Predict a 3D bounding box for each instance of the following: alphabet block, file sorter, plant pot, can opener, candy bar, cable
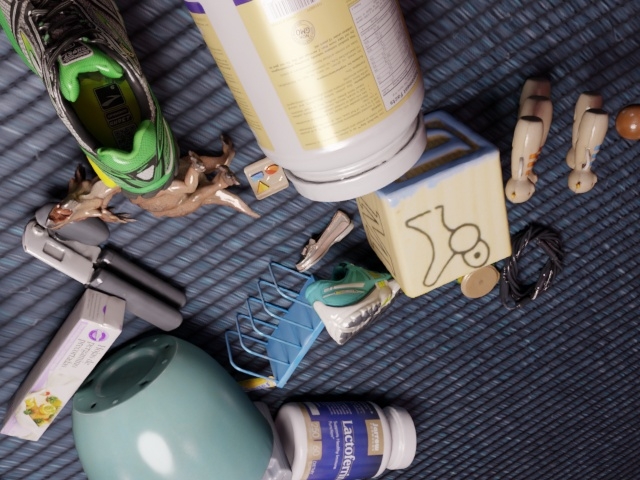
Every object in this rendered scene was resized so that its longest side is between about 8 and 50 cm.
[{"bbox_3d":[0.169,-0.063,0.988,0.192,0.193,0.197,-21,125,-5],"label":"alphabet block"},{"bbox_3d":[-0.078,0.141,1.070,0.104,0.118,0.170,24,109,-26],"label":"file sorter"},{"bbox_3d":[-0.258,0.299,1.008,0.293,0.293,0.235,-27,113,-2],"label":"plant pot"},{"bbox_3d":[-0.308,0.042,0.938,0.095,0.076,0.283,-29,130,31],"label":"can opener"},{"bbox_3d":[-0.135,0.270,1.142,0.161,0.018,0.040,-21,145,30],"label":"candy bar"},{"bbox_3d":[0.425,0.049,1.231,0.150,0.047,0.184,-18,123,-16],"label":"cable"}]

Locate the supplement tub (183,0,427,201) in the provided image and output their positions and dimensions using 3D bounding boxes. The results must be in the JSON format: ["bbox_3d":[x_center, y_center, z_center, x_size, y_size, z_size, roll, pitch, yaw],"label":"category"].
[{"bbox_3d":[-0.007,-0.239,0.789,0.241,0.241,0.331,-28,125,-2],"label":"supplement tub"}]

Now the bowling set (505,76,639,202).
[{"bbox_3d":[0.388,-0.136,0.946,0.200,0.287,0.154,12,122,19],"label":"bowling set"}]

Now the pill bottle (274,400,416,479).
[{"bbox_3d":[0.049,0.402,1.249,0.264,0.153,0.153,5,118,-23],"label":"pill bottle"}]

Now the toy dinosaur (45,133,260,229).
[{"bbox_3d":[-0.231,-0.074,0.885,0.200,0.127,0.295,-41,147,21],"label":"toy dinosaur"}]

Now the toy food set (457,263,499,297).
[{"bbox_3d":[0.314,0.077,1.228,0.083,0.020,0.082,-39,124,6],"label":"toy food set"}]

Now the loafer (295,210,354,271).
[{"bbox_3d":[0.000,0.000,1.061,0.125,0.045,0.039,-42,108,0],"label":"loafer"}]

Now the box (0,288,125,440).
[{"bbox_3d":[-0.409,0.204,0.975,0.063,0.067,0.324,25,122,-30],"label":"box"}]

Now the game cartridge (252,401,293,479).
[{"bbox_3d":[-0.153,0.466,1.186,0.062,0.198,0.297,16,114,-26],"label":"game cartridge"}]

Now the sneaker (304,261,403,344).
[{"bbox_3d":[0.073,0.074,1.041,0.107,0.110,0.275,-54,163,27],"label":"sneaker"}]

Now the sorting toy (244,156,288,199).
[{"bbox_3d":[-0.073,-0.105,0.984,0.083,0.012,0.062,-25,125,-4],"label":"sorting toy"}]

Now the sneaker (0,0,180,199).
[{"bbox_3d":[-0.267,-0.217,0.707,0.134,0.146,0.343,-33,90,-13],"label":"sneaker"}]
